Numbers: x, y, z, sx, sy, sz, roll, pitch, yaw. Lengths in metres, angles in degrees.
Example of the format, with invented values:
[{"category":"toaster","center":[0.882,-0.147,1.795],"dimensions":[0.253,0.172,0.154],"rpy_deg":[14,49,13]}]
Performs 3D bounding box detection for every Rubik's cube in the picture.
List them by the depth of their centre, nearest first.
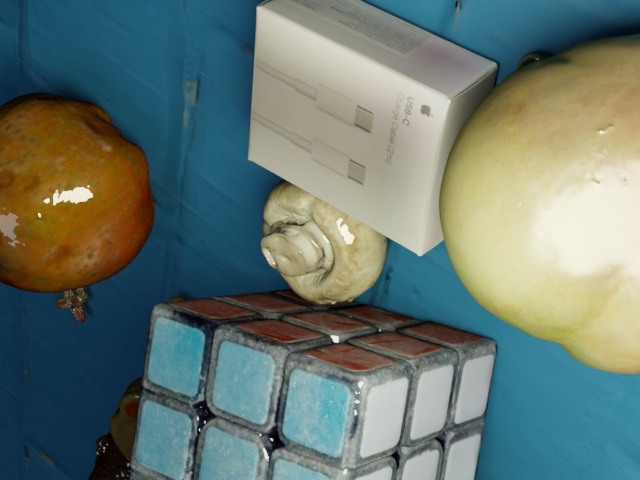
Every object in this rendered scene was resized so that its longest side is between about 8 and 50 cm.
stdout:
[{"category":"Rubik's cube","center":[-0.010,0.236,1.349],"dimensions":[0.305,0.303,0.301],"rpy_deg":[14,100,36]}]

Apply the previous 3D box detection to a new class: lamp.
[{"category":"lamp","center":[-0.406,0.091,1.932],"dimensions":[0.063,0.031,0.083],"rpy_deg":[34,134,20]}]

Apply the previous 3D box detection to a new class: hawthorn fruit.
[{"category":"hawthorn fruit","center":[-0.380,-0.045,1.588],"dimensions":[0.277,0.298,0.277],"rpy_deg":[37,152,23]}]

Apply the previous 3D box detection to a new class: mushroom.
[{"category":"mushroom","center":[0.000,0.000,1.378],"dimensions":[0.166,0.127,0.166],"rpy_deg":[30,140,29]}]

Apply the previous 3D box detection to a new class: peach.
[{"category":"peach","center":[0.250,-0.032,1.003],"dimensions":[0.292,0.247,0.292],"rpy_deg":[21,129,28]}]

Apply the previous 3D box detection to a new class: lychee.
[{"category":"lychee","center":[-0.286,0.373,1.915],"dimensions":[0.194,0.194,0.194],"rpy_deg":[26,134,30]}]

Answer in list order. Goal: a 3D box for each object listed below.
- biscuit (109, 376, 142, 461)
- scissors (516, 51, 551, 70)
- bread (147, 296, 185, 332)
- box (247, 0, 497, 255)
[{"category":"biscuit","center":[-0.123,0.308,1.691],"dimensions":[0.381,0.074,0.359],"rpy_deg":[3,142,27]},{"category":"scissors","center":[0.244,-0.082,1.159],"dimensions":[0.088,0.017,0.220],"rpy_deg":[9,125,36]},{"category":"bread","center":[-0.158,0.190,1.725],"dimensions":[0.239,0.074,0.092],"rpy_deg":[44,136,10]},{"category":"box","center":[0.048,-0.135,1.249],"dimensions":[0.251,0.106,0.203],"rpy_deg":[30,135,24]}]
